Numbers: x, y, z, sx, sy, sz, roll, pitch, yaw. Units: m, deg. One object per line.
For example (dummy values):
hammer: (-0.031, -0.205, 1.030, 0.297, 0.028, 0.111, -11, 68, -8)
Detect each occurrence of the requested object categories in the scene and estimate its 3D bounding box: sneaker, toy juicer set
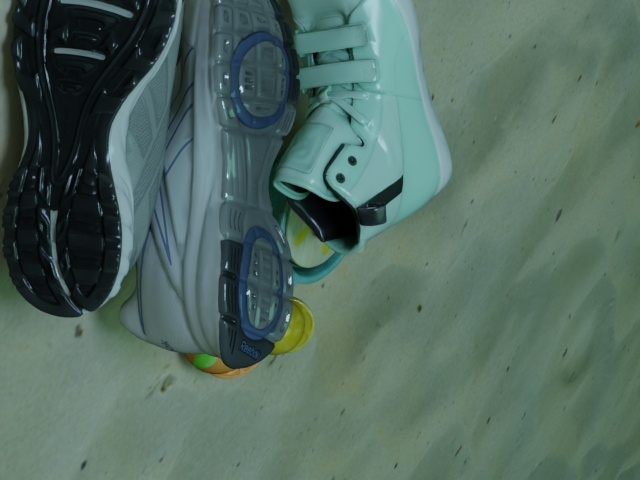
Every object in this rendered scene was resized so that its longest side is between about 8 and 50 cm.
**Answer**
sneaker: (-0.092, -0.060, 0.986, 0.111, 0.129, 0.297, 15, 77, -58)
sneaker: (0.010, -0.115, 1.061, 0.151, 0.094, 0.256, -43, 117, -42)
sneaker: (-0.143, -0.090, 0.907, 0.108, 0.100, 0.271, -44, 147, -76)
toy juicer set: (0.000, 0.000, 1.192, 0.329, 0.089, 0.209, -39, 139, -42)
